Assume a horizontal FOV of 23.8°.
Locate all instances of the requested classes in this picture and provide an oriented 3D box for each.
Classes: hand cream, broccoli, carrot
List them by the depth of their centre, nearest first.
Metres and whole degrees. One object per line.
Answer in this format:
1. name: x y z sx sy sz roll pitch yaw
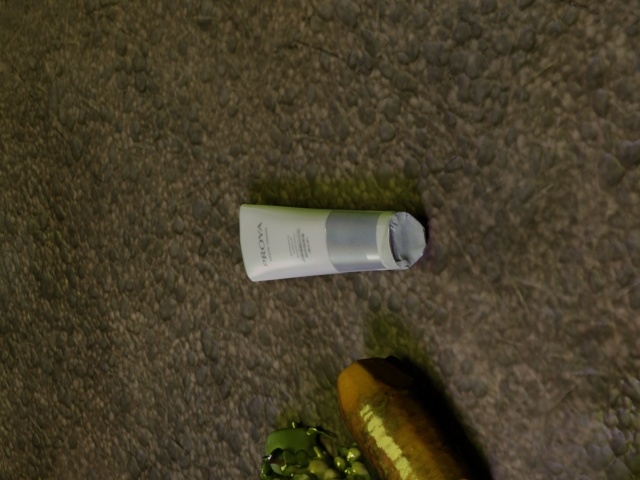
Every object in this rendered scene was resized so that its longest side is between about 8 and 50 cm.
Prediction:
1. carrot: 0.078 0.181 1.350 0.173 0.082 0.082 55 132 31
2. broccoli: -0.033 0.290 1.418 0.273 0.180 0.242 55 133 31
3. hand cream: 0.000 0.000 1.444 0.255 0.048 0.079 -2 95 51
